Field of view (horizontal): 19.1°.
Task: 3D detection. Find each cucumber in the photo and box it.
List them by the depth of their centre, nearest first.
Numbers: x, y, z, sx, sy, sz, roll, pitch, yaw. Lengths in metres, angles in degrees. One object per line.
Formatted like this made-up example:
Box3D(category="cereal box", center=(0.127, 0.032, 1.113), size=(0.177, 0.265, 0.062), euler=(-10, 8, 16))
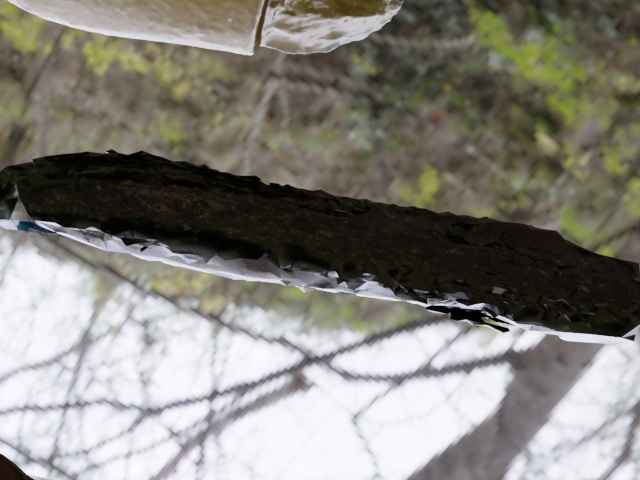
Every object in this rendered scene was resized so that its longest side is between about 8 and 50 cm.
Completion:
Box3D(category="cucumber", center=(0.000, 0.000, 0.730), size=(0.257, 0.044, 0.043), euler=(11, 177, -7))

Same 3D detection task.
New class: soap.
Box3D(category="soap", center=(-0.051, -0.104, 0.728), size=(0.168, 0.089, 0.033), euler=(9, -117, 0))

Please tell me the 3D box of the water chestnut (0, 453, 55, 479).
Box3D(category="water chestnut", center=(-0.084, 0.209, 0.374), size=(0.350, 0.350, 0.302), euler=(43, 176, 9))
